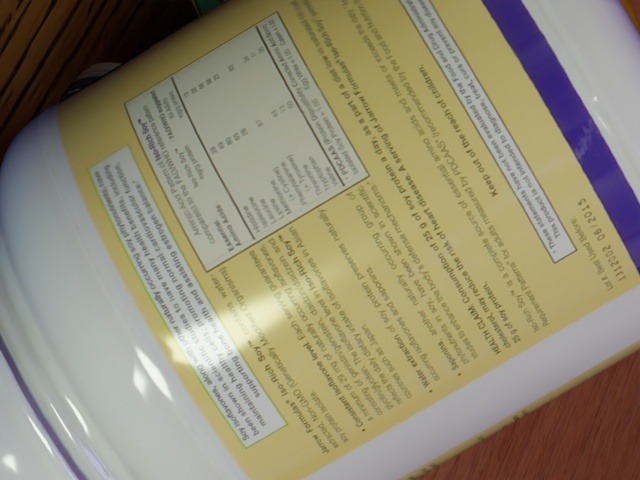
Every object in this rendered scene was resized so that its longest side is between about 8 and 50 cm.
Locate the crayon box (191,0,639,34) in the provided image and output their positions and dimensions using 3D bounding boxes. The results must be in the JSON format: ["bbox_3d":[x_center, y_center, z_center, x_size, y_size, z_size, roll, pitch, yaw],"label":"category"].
[{"bbox_3d":[0.043,-0.200,1.089,0.313,0.106,0.363,-41,113,-48],"label":"crayon box"}]

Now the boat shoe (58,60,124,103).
[{"bbox_3d":[-0.121,0.044,1.022,0.092,0.102,0.285,-43,144,-55],"label":"boat shoe"}]

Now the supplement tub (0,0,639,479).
[{"bbox_3d":[0.000,0.000,0.858,0.331,0.241,0.241,-30,147,4],"label":"supplement tub"}]
